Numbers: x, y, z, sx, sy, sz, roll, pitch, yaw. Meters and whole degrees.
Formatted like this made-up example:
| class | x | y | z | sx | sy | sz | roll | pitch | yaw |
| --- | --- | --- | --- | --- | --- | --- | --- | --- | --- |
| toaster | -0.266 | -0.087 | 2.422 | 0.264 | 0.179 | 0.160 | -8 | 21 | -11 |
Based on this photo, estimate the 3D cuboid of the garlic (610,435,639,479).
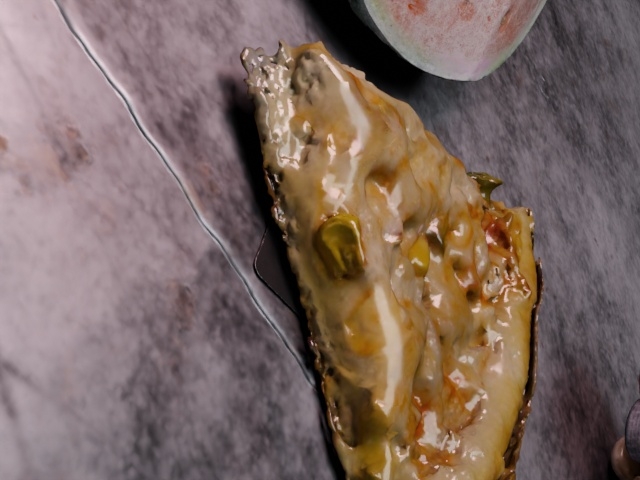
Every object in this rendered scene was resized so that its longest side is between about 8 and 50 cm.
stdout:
| class | x | y | z | sx | sy | sz | roll | pitch | yaw |
| --- | --- | --- | --- | --- | --- | --- | --- | --- | --- |
| garlic | 0.394 | 0.273 | 1.055 | 0.113 | 0.074 | 0.094 | 45 | 57 | -22 |

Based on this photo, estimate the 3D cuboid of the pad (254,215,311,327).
| class | x | y | z | sx | sy | sz | roll | pitch | yaw |
| --- | --- | --- | --- | --- | --- | --- | --- | --- | --- |
| pad | 0.000 | 0.000 | 0.711 | 0.112 | 0.003 | 0.157 | 48 | 40 | -30 |

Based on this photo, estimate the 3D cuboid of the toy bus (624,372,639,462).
| class | x | y | z | sx | sy | sz | roll | pitch | yaw |
| --- | --- | --- | --- | --- | --- | --- | --- | --- | --- |
| toy bus | 0.492 | 0.293 | 0.965 | 0.233 | 0.203 | 0.427 | -30 | 114 | -41 |

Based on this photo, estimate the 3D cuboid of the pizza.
| class | x | y | z | sx | sy | sz | roll | pitch | yaw |
| --- | --- | --- | --- | --- | --- | --- | --- | --- | --- |
| pizza | 0.113 | 0.039 | 0.781 | 0.392 | 0.080 | 0.435 | -8 | 84 | -56 |

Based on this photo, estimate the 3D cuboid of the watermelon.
| class | x | y | z | sx | sy | sz | roll | pitch | yaw |
| --- | --- | --- | --- | --- | --- | --- | --- | --- | --- |
| watermelon | 0.090 | -0.281 | 0.879 | 0.322 | 0.188 | 0.175 | 26 | 9 | -38 |
